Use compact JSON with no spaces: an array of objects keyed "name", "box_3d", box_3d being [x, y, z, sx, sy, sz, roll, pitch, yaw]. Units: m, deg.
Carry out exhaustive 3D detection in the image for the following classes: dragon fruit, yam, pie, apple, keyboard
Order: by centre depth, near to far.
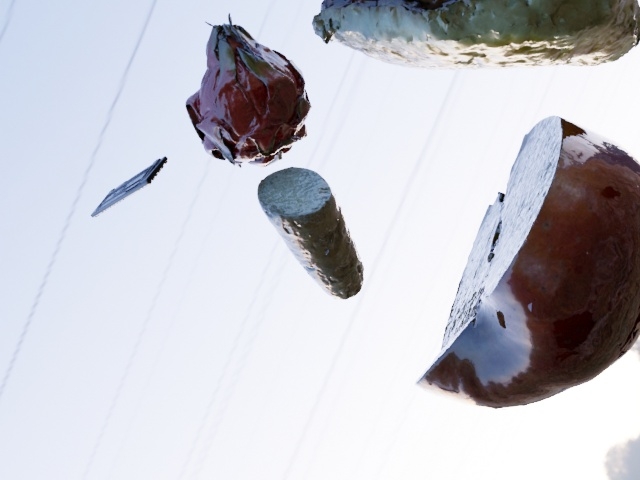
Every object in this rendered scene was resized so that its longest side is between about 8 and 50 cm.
[{"name":"apple","box_3d":[0.245,0.022,1.076,0.295,0.329,0.365,60,-150,-21]},{"name":"pie","box_3d":[0.206,-0.303,1.161,0.395,0.418,0.180,-28,-54,-72]},{"name":"keyboard","box_3d":[-0.314,-0.085,1.482,0.013,0.204,0.061,44,-127,-19]},{"name":"dragon fruit","box_3d":[-0.142,-0.266,1.648,0.234,0.234,0.293,-47,-63,-27]},{"name":"yam","box_3d":[0.000,0.000,1.699,0.133,0.133,0.330,-51,-41,-20]}]
